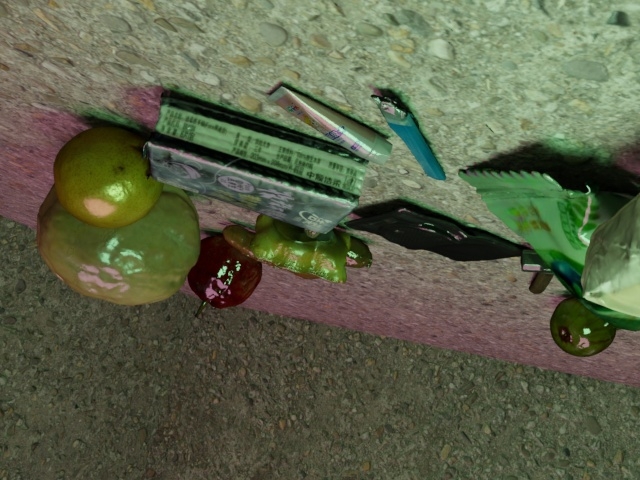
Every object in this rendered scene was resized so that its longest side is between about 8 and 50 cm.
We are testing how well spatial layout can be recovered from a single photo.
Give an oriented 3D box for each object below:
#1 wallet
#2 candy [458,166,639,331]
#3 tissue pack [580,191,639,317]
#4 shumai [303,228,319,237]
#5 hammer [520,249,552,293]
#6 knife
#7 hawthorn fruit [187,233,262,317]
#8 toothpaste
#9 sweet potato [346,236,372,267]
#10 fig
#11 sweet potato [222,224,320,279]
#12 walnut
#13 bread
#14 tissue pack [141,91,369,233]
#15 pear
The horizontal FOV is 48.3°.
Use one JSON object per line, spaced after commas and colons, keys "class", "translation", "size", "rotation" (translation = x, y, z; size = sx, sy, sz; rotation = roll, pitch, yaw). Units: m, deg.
{"class": "wallet", "translation": [0.238, -0.005, 1.485], "size": [0.323, 0.041, 0.247], "rotation": [15, 170, -24]}
{"class": "candy", "translation": [0.408, 0.006, 1.069], "size": [0.398, 0.171, 0.263], "rotation": [30, 165, -15]}
{"class": "tissue pack", "translation": [0.533, 0.010, 0.793], "size": [0.376, 0.195, 0.390], "rotation": [13, 152, -11]}
{"class": "shumai", "translation": [-0.032, -0.053, 1.529], "size": [0.081, 0.082, 0.083], "rotation": [19, 144, -12]}
{"class": "hammer", "translation": [0.478, 0.079, 1.537], "size": [0.111, 0.043, 0.365], "rotation": [2, 167, 12]}
{"class": "knife", "translation": [0.137, -0.145, 1.046], "size": [0.044, 0.026, 0.296], "rotation": [13, 170, 25]}
{"class": "hawthorn fruit", "translation": [-0.305, 0.114, 2.150], "size": [0.210, 0.266, 0.230], "rotation": [29, 173, 35]}
{"class": "toothpaste", "translation": [0.016, -0.171, 1.048], "size": [0.195, 0.042, 0.067], "rotation": [26, 167, -19]}
{"class": "sweet potato", "translation": [0.000, 0.000, 1.721], "size": [0.274, 0.075, 0.075], "rotation": [21, 166, -12]}
{"class": "fig", "translation": [0.675, 0.195, 1.728], "size": [0.260, 0.151, 0.151], "rotation": [-9, -179, -31]}
{"class": "sweet potato", "translation": [-0.096, 0.037, 1.937], "size": [0.355, 0.095, 0.106], "rotation": [18, -166, -17]}
{"class": "walnut", "translation": [-0.462, -0.014, 1.646], "size": [0.382, 0.381, 0.381], "rotation": [15, 167, 3]}
{"class": "bread", "translation": [-0.038, 0.002, 1.603], "size": [0.233, 0.160, 0.088], "rotation": [13, 124, -7]}
{"class": "tissue pack", "translation": [-0.119, -0.120, 1.249], "size": [0.362, 0.121, 0.259], "rotation": [15, 169, -9]}
{"class": "pear", "translation": [-0.402, -0.122, 1.385], "size": [0.209, 0.208, 0.209], "rotation": [15, 167, 3]}
